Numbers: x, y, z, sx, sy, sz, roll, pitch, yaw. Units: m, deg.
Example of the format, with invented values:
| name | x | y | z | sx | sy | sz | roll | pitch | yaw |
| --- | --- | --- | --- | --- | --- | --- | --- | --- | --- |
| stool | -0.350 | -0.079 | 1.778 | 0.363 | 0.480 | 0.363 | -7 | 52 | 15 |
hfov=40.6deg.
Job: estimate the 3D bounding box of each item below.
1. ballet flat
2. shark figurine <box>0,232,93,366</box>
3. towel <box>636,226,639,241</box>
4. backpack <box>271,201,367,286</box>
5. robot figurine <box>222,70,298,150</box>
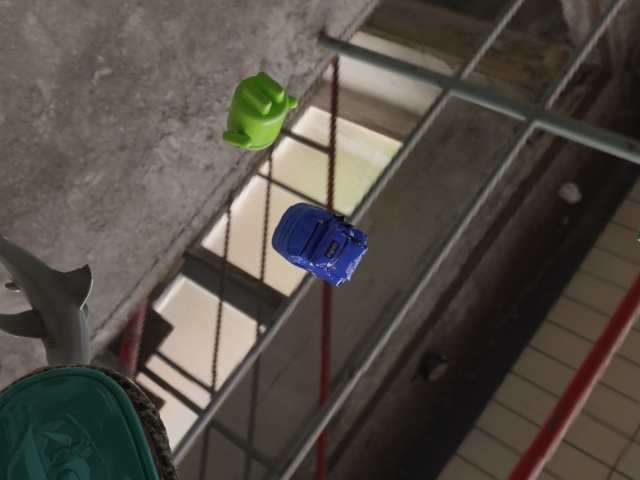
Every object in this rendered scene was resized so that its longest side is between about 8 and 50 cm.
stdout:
| name | x | y | z | sx | sy | sz | roll | pitch | yaw |
| --- | --- | --- | --- | --- | --- | --- | --- | --- | --- |
| ballet flat | -0.091 | 0.291 | 0.465 | 0.164 | 0.482 | 0.182 | -13 | 140 | -20 |
| shark figurine | -0.339 | 0.044 | 1.044 | 0.278 | 0.116 | 0.166 | 52 | 27 | -13 |
| towel | 0.226 | -0.036 | 0.445 | 0.113 | 0.023 | 0.152 | 34 | 76 | -16 |
| backpack | 0.000 | 0.000 | 1.244 | 0.120 | 0.101 | 0.098 | 30 | 85 | -28 |
| robot figurine | -0.078 | -0.155 | 1.057 | 0.101 | 0.067 | 0.115 | -48 | 174 | -29 |
